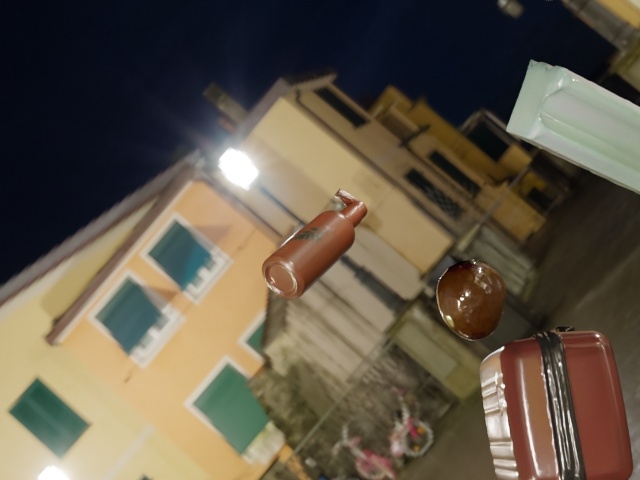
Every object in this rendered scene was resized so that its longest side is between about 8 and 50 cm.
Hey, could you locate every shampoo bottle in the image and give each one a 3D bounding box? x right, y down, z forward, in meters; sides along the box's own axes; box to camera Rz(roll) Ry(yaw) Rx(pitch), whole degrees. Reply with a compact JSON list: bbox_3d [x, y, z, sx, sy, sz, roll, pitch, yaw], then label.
[{"bbox_3d":[0.002,0.002,1.628,0.244,0.085,0.085,-45,-8,-44],"label":"shampoo bottle"}]

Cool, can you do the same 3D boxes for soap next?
[{"bbox_3d":[0.366,-0.124,1.235,0.095,0.289,0.173,-66,18,9],"label":"soap"}]

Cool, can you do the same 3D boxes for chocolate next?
[{"bbox_3d":[0.274,0.111,1.778,0.127,0.133,0.124,0,-30,-34],"label":"chocolate"}]

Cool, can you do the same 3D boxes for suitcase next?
[{"bbox_3d":[0.330,0.251,1.425,0.161,0.236,0.297,-8,-12,2],"label":"suitcase"}]
